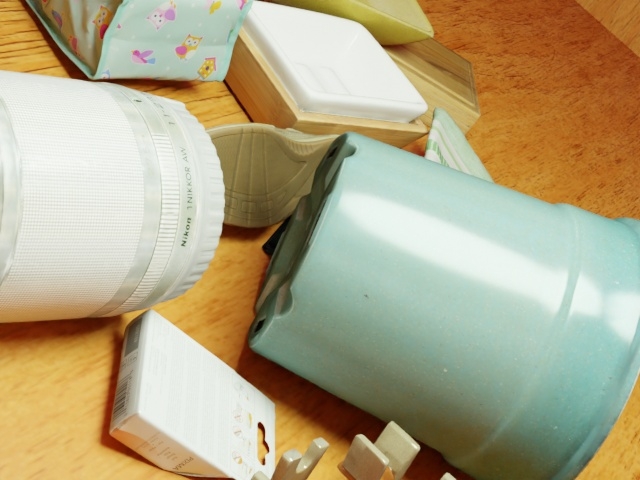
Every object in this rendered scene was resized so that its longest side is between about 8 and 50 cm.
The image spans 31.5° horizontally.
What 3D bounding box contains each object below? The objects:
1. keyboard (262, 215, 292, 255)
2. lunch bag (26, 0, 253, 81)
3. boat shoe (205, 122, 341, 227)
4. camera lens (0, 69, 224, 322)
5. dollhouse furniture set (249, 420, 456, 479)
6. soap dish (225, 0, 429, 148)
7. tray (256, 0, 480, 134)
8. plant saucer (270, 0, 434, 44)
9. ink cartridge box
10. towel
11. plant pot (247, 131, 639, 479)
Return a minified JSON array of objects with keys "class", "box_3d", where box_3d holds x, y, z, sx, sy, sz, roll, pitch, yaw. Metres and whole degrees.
[{"class":"keyboard","box_3d":[0.000,0.000,1.437,0.100,0.038,0.192,19,28,13]},{"class":"lunch bag","box_3d":[-0.256,-0.326,1.470,0.223,0.160,0.262,-5,40,-46]},{"class":"boat shoe","box_3d":[-0.079,-0.084,1.393,0.110,0.121,0.341,13,9,37]},{"class":"camera lens","box_3d":[-0.252,-0.037,1.011,0.274,0.219,0.219,0,47,-48]},{"class":"dollhouse furniture set","box_3d":[0.036,0.305,0.990,0.259,0.135,0.262,41,28,27]},{"class":"soap dish","box_3d":[-0.003,-0.226,1.643,0.291,0.118,0.229,0,48,-48]},{"class":"tray","box_3d":[0.085,-0.341,1.943,0.411,0.076,0.202,30,31,-17]},{"class":"plant saucer","box_3d":[-0.008,-0.447,1.834,0.333,0.081,0.332,16,36,-34]},{"class":"ink cartridge box","box_3d":[-0.117,0.167,1.080,0.179,0.045,0.145,44,24,-29]},{"class":"towel","box_3d":[0.222,-0.033,1.625,0.248,0.038,0.325,54,25,-19]},{"class":"plant pot","box_3d":[0.122,0.065,1.205,0.334,0.341,0.341,24,32,-9]}]
